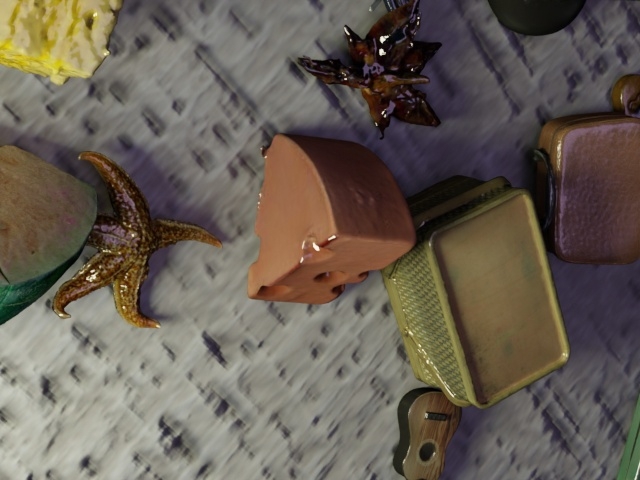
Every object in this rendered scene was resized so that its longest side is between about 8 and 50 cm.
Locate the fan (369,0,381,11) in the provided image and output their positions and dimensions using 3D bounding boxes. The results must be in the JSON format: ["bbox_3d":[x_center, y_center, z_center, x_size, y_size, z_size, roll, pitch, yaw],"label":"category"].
[{"bbox_3d":[0.090,-0.313,1.779,0.085,0.005,0.133,52,55,-27],"label":"fan"}]

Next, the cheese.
[{"bbox_3d":[0.014,-0.014,1.709,0.128,0.177,0.203,8,95,-30],"label":"cheese"}]

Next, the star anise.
[{"bbox_3d":[0.082,-0.213,1.783,0.212,0.053,0.157,37,88,-33],"label":"star anise"}]

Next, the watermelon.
[{"bbox_3d":[-0.417,0.032,1.491,0.292,0.319,0.222,31,122,-15],"label":"watermelon"}]

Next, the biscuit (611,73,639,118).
[{"bbox_3d":[0.468,-0.128,2.030,0.236,0.039,0.180,27,84,-32],"label":"biscuit"}]

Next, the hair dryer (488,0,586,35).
[{"bbox_3d":[0.410,-0.324,1.823,0.284,0.320,0.156,-7,102,-39],"label":"hair dryer"}]

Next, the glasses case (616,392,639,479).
[{"bbox_3d":[0.472,0.271,2.096,0.077,0.039,0.184,14,91,-31],"label":"glasses case"}]

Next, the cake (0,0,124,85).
[{"bbox_3d":[-0.342,-0.297,1.438,0.286,0.222,0.228,17,88,-30],"label":"cake"}]

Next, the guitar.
[{"bbox_3d":[0.120,0.322,1.906,0.083,0.038,0.271,10,91,-30],"label":"guitar"}]

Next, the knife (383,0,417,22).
[{"bbox_3d":[0.084,-0.307,1.791,0.031,0.018,0.121,-29,111,-19],"label":"knife"}]

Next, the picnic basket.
[{"bbox_3d":[0.187,0.061,1.841,0.165,0.139,0.267,-26,110,-23],"label":"picnic basket"}]

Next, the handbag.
[{"bbox_3d":[0.347,-0.068,1.933,0.151,0.072,0.193,-1,105,-16],"label":"handbag"}]

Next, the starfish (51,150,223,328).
[{"bbox_3d":[-0.210,0.001,1.658,0.238,0.057,0.213,-8,110,-27],"label":"starfish"}]
